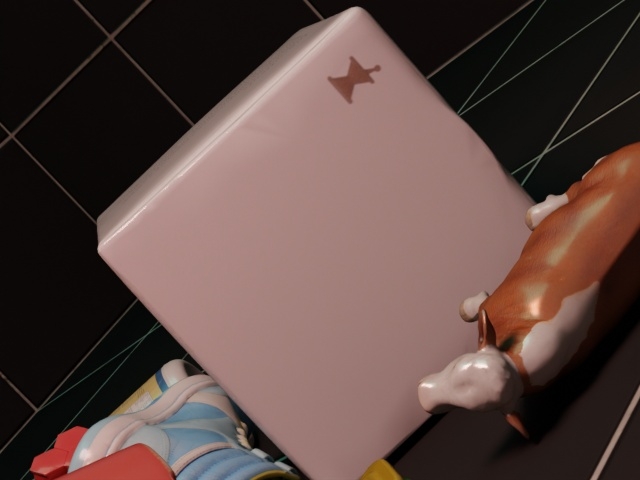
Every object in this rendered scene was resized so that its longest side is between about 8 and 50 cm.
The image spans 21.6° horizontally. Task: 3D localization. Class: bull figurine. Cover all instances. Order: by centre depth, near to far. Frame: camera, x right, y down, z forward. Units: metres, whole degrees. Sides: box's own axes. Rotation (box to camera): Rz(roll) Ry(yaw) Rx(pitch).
[{"bbox_3d":[0.191,0.041,1.369,0.310,0.101,0.188,-46,7,-13],"label":"bull figurine"}]

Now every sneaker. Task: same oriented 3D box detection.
[{"bbox_3d":[-0.086,0.229,1.611,0.319,0.208,0.127,-23,-52,-66],"label":"sneaker"}]

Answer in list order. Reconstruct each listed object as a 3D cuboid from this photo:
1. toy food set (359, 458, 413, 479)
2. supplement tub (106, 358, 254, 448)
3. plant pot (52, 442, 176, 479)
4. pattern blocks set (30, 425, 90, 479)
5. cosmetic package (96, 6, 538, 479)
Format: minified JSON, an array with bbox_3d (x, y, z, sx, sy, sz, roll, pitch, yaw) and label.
[{"bbox_3d":[0.056,0.235,1.199,0.218,0.071,0.128,-148,81,-83],"label":"toy food set"},{"bbox_3d":[-0.191,0.251,1.947,0.200,0.144,0.144,-43,9,4],"label":"supplement tub"},{"bbox_3d":[-0.189,0.308,1.344,0.243,0.275,0.275,-35,6,-15],"label":"plant pot"},{"bbox_3d":[-0.309,0.310,1.652,0.285,0.026,0.325,-23,30,-11],"label":"pattern blocks set"},{"bbox_3d":[0.000,0.000,1.674,0.327,0.329,0.394,-43,8,-3],"label":"cosmetic package"}]
